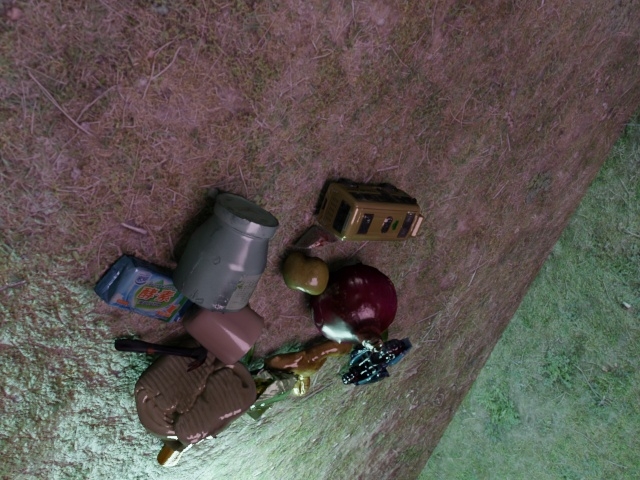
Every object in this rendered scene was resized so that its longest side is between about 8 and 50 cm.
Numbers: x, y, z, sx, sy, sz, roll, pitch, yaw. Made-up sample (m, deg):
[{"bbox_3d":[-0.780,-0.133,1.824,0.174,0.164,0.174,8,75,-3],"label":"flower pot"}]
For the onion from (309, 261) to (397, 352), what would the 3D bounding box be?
[{"bbox_3d":[0.146,0.279,1.931,0.348,0.385,0.348,-9,125,-13],"label":"onion"}]

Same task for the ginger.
[{"bbox_3d":[-0.037,0.500,2.147,0.363,0.122,0.348,-37,146,4],"label":"ginger"}]

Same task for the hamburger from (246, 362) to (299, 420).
[{"bbox_3d":[-0.232,0.597,1.983,0.260,0.150,0.276,-35,137,30],"label":"hamburger"}]

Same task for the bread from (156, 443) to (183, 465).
[{"bbox_3d":[-0.545,0.770,1.983,0.092,0.074,0.239,28,102,-45],"label":"bread"}]

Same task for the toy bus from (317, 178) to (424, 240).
[{"bbox_3d":[0.184,-0.095,1.804,0.365,0.202,0.177,-1,120,-39],"label":"toy bus"}]

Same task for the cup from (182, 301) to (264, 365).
[{"bbox_3d":[-0.314,0.248,1.666,0.191,0.253,0.200,-36,110,29],"label":"cup"}]

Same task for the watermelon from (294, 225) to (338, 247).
[{"bbox_3d":[-0.004,-0.005,1.813,0.180,0.094,0.081,-19,130,-47],"label":"watermelon"}]

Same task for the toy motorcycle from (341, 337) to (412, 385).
[{"bbox_3d":[0.273,0.561,2.381,0.232,0.172,0.416,-2,145,-40],"label":"toy motorcycle"}]

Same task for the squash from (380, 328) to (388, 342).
[{"bbox_3d":[0.287,0.408,2.371,0.066,0.066,0.201,-18,130,-27],"label":"squash"}]

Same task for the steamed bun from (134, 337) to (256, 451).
[{"bbox_3d":[-0.436,0.528,1.713,0.367,0.342,0.255,-26,158,-37],"label":"steamed bun"}]

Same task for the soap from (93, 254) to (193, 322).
[{"bbox_3d":[-0.508,0.152,1.535,0.156,0.077,0.293,-52,138,7],"label":"soap"}]

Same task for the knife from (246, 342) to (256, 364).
[{"bbox_3d":[-0.269,0.401,1.961,0.054,0.015,0.212,-7,125,-34],"label":"knife"}]

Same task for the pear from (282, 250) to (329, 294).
[{"bbox_3d":[-0.050,0.117,1.808,0.167,0.167,0.136,20,81,-45],"label":"pear"}]

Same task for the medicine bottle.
[{"bbox_3d":[-0.272,0.031,1.507,0.245,0.245,0.290,11,115,-43],"label":"medicine bottle"}]

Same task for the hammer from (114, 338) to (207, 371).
[{"bbox_3d":[-0.506,0.351,1.620,0.290,0.137,0.037,8,119,-13],"label":"hammer"}]
